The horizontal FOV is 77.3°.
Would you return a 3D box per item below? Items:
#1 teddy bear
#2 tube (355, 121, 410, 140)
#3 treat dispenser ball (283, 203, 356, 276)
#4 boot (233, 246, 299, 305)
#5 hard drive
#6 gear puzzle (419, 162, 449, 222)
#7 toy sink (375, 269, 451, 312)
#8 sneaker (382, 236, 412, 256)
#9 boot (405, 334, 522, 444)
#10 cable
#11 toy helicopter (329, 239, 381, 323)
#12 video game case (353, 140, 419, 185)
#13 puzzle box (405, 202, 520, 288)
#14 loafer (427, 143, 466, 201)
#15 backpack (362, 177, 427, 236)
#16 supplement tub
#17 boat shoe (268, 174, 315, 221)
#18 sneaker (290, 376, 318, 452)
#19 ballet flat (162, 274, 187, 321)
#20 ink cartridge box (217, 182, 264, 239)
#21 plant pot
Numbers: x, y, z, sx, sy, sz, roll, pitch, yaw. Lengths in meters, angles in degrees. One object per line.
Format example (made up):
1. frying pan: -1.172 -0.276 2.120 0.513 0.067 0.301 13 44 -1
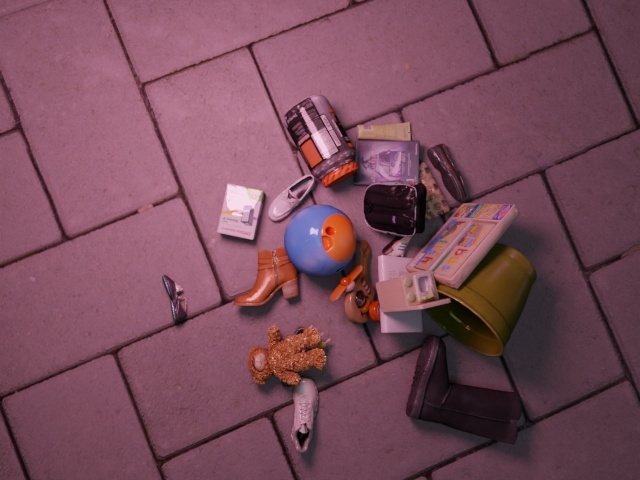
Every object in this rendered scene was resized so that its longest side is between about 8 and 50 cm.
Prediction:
1. teddy bear: -0.143 0.464 1.606 0.339 0.113 0.244 -1 89 12
2. tube: 0.276 -0.469 1.742 0.241 0.062 0.070 -2 129 -7
3. treat dispenser ball: 0.000 0.000 1.586 0.289 0.288 0.287 0 87 -3
4. boot: -0.237 0.150 1.655 0.284 0.109 0.219 -13 89 -6
5. hard drive: 0.330 0.222 1.651 0.203 0.040 0.307 7 76 -31
6. gear puzzle: 0.408 -0.239 1.744 0.176 0.044 0.338 -27 86 4
7. toy sink: 0.342 0.188 1.500 0.153 0.234 0.131 -7 82 -27
8. sneaker: 0.345 0.026 1.726 0.161 0.057 0.075 -39 106 -5
9. boot: 0.618 0.615 1.657 0.446 0.146 0.366 15 97 2
10. cable: -0.095 0.477 1.666 0.140 0.072 0.287 38 86 -2
11. toy helicopter: 0.151 0.161 1.640 0.235 0.140 0.354 26 62 -43
12. video game case: 0.285 -0.333 1.726 0.275 0.026 0.195 2 87 6
13. puzzle box: 0.557 0.005 1.593 0.409 0.272 0.052 -46 113 -14
14. loafer: 0.565 -0.300 1.730 0.084 0.096 0.267 -30 87 -10
15. backpack: 0.306 -0.140 1.641 0.254 0.191 0.224 8 108 34
16. supplement tub: 0.009 -0.402 1.646 0.207 0.207 0.337 -28 90 -4
17. boat shoe: -0.126 -0.187 1.689 0.095 0.084 0.258 41 86 -1
18. sneaker: -0.065 0.714 1.637 0.110 0.118 0.291 2 86 -1
19. ballet flat: -0.598 0.234 1.660 0.074 0.074 0.203 -18 82 -4
20. ink cartridge box: -0.329 -0.116 1.673 0.155 0.093 0.212 13 89 -3
21. plant pot: 0.661 0.207 1.607 0.353 0.366 0.366 -44 90 -16
